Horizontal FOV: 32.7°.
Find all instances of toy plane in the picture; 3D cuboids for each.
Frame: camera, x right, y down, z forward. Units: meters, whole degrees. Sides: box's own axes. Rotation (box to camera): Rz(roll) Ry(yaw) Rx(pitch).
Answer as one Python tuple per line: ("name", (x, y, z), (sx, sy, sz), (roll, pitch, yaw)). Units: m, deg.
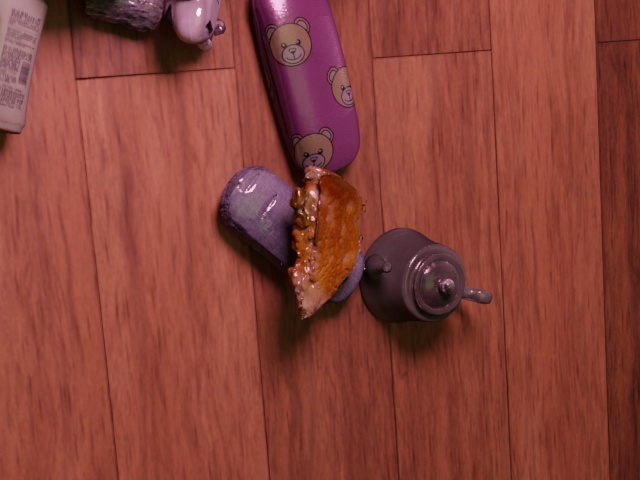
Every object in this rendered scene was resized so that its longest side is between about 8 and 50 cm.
("toy plane", (-0.178, -0.349, 1.536), (0.080, 0.174, 0.174), (-1, 98, 6))

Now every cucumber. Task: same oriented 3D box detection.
("cucumber", (-0.280, -0.330, 1.519), (0.112, 0.064, 0.064), (6, 92, -31))

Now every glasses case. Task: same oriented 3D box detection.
("glasses case", (-0.041, -0.006, 1.696), (0.282, 0.067, 0.109), (41, 70, -29))
("glasses case", (-0.020, -0.254, 1.674), (0.123, 0.076, 0.316), (-22, 107, -28))

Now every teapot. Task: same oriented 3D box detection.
("teapot", (0.178, 0.067, 1.789), (0.239, 0.149, 0.162), (19, 85, -31))

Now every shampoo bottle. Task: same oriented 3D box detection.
("shampoo bottle", (-0.424, -0.264, 1.425), (0.118, 0.087, 0.234), (13, 89, -32))

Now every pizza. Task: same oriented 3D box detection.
("pizza", (0.000, 0.000, 1.648), (0.147, 0.069, 0.226), (-4, 100, -54))
